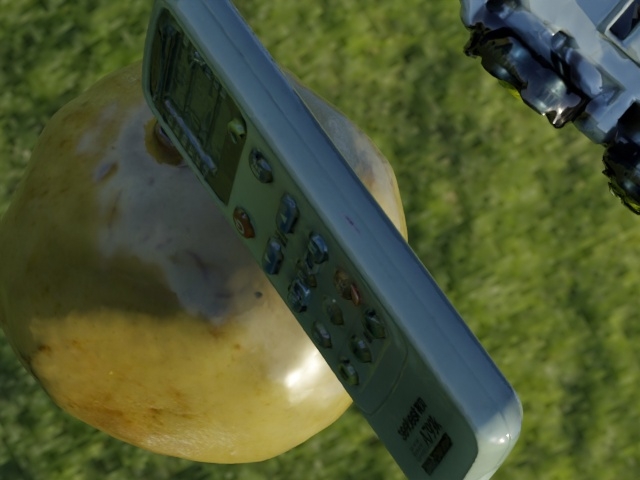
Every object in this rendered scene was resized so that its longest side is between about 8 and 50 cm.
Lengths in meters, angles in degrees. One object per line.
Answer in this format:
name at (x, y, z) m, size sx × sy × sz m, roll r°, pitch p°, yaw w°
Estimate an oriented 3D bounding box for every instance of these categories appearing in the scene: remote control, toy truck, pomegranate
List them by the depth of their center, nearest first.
remote control at (0.000, 0.000, 0.394) m, size 0.124 × 0.018 × 0.053 m, roll 55°, pitch -21°, yaw 14°
toy truck at (0.086, -0.052, 0.458) m, size 0.111 × 0.076 × 0.077 m, roll 39°, pitch 9°, yaw -15°
pomegranate at (-0.094, 0.013, 1.448) m, size 0.332 × 0.332 × 0.332 m, roll 42°, pitch 31°, yaw -34°
